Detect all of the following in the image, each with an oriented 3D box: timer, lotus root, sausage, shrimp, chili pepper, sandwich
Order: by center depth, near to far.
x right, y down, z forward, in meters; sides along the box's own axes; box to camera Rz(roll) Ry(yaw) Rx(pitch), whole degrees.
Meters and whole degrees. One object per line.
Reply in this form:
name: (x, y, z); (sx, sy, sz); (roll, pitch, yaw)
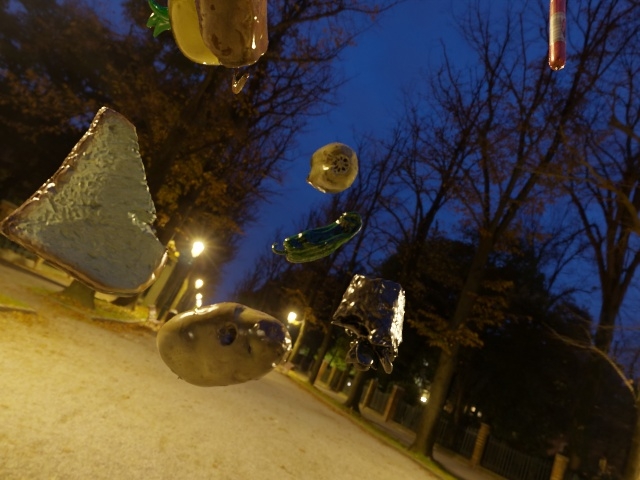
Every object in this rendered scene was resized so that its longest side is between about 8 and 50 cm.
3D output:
sandwich: (-0.375, -0.058, 0.748); (0.254, 0.288, 0.100); (37, -21, -29)
lotus root: (0.020, -0.136, 0.785); (0.077, 0.090, 0.183); (7, -3, -16)
sausage: (0.517, -0.458, 0.888); (0.034, 0.253, 0.034); (13, -24, 6)
chili pepper: (-0.001, -0.005, 1.098); (0.100, 0.257, 0.074); (60, -23, 18)
timer: (-0.383, -0.663, 1.214); (0.285, 0.285, 0.285); (23, -16, 7)
shrimp: (-0.279, -0.562, 1.403); (0.023, 0.083, 0.114); (-1, -14, -39)

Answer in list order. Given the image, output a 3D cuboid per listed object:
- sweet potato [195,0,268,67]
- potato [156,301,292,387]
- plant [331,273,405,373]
sweet potato: (-0.181, -0.525, 0.747); (0.158, 0.158, 0.369); (17, -45, 24)
potato: (-0.201, 0.222, 0.867); (0.296, 0.141, 0.191); (-6, -62, 17)
plant: (0.147, 0.251, 1.230); (0.188, 0.276, 0.199); (4, -18, 27)
